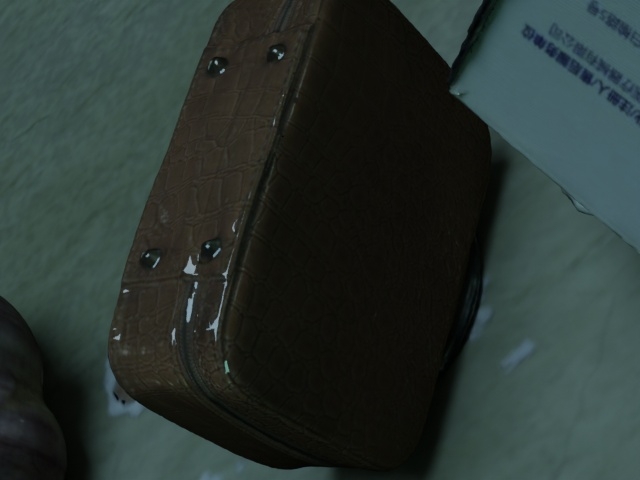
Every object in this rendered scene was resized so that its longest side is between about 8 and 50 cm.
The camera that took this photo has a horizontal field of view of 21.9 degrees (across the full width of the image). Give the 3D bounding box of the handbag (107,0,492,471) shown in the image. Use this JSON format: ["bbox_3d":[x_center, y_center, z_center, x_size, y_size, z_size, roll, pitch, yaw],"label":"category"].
[{"bbox_3d":[0.000,0.000,0.699,0.072,0.151,0.193,-8,54,39],"label":"handbag"}]

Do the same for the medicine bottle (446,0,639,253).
[{"bbox_3d":[0.143,-0.045,0.455,0.201,0.052,0.171,42,134,20],"label":"medicine bottle"}]

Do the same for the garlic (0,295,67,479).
[{"bbox_3d":[-0.248,0.114,0.864,0.245,0.160,0.245,-19,59,35],"label":"garlic"}]

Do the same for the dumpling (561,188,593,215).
[{"bbox_3d":[0.151,-0.075,0.643,0.150,0.092,0.176,23,83,54],"label":"dumpling"}]
